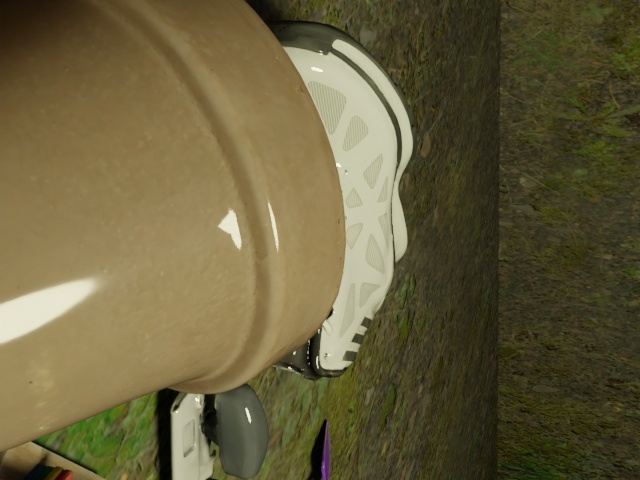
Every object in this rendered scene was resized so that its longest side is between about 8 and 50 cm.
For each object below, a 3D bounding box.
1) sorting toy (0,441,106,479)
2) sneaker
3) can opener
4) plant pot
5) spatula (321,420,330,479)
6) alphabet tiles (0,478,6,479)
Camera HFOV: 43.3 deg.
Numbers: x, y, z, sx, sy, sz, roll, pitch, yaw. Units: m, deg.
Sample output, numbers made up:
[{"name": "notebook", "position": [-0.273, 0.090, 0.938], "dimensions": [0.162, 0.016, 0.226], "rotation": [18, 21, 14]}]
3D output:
[{"name": "sorting toy", "position": [-0.203, 0.219, 0.572], "dimensions": [0.274, 0.046, 0.132], "rotation": [61, 40, -56]}, {"name": "sneaker", "position": [0.001, 0.000, 0.867], "dimensions": [0.447, 0.169, 0.258], "rotation": [70, 31, -53]}, {"name": "can opener", "position": [-0.102, 0.268, 0.778], "dimensions": [0.076, 0.095, 0.284], "rotation": [-30, 123, -64]}, {"name": "plant pot", "position": [-0.155, 0.002, 0.408], "dimensions": [0.229, 0.263, 0.263], "rotation": [-34, 130, -41]}, {"name": "spatula", "position": [-0.027, 0.373, 1.092], "dimensions": [0.296, 0.030, 0.084], "rotation": [-55, 147, -52]}, {"name": "alphabet tiles", "position": [-0.220, 0.246, 0.485], "dimensions": [0.237, 0.009, 0.198], "rotation": [48, 63, -47]}]
